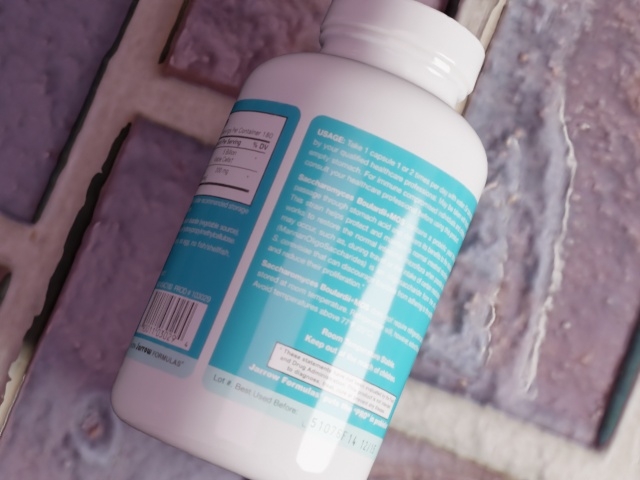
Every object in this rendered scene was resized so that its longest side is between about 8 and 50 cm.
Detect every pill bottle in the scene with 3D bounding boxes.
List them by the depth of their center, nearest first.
[{"bbox_3d":[0.000,0.000,0.749,0.146,0.146,0.264,23,82,2],"label":"pill bottle"}]
